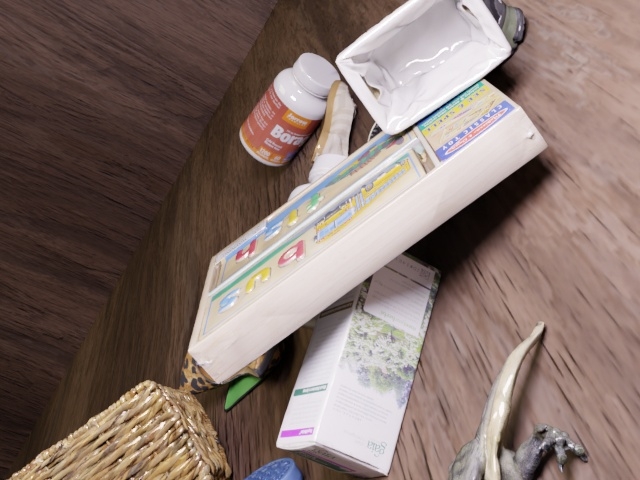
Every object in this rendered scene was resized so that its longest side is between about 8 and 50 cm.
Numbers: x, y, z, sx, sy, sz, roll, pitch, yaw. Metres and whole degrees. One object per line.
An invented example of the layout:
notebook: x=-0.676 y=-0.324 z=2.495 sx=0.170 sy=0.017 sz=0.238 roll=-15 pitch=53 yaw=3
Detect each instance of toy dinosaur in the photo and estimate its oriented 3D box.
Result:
toy dinosaur: x=0.136 y=0.181 z=0.676 sx=0.268 sy=0.064 sz=0.118 roll=-63 pitch=12 yaw=-10

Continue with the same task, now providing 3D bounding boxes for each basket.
basket: x=-0.279 y=0.369 z=1.255 sx=0.299 sy=0.213 sz=0.223 roll=-35 pitch=-14 yaw=-5
basket: x=0.115 y=-0.216 z=0.986 sx=0.167 sy=0.113 sz=0.103 roll=-34 pitch=14 yaw=15

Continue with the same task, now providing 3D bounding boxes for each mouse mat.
mouse mat: x=-0.099 y=0.177 z=1.389 sx=0.190 sy=0.007 sz=0.152 roll=-43 pitch=27 yaw=43

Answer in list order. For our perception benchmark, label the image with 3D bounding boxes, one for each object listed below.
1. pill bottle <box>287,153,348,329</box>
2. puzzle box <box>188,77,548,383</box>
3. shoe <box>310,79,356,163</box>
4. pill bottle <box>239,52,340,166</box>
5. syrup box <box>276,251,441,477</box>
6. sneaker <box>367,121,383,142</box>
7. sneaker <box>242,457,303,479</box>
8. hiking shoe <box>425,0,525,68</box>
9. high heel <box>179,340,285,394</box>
pill bottle: x=0.000 y=0.000 z=1.178 sx=0.124 sy=0.124 sz=0.221 roll=-23 pitch=43 yaw=63
puzzle box: x=0.035 y=-0.031 z=0.961 sx=0.409 sy=0.052 sz=0.272 roll=-37 pitch=17 yaw=10
shoe: x=0.030 y=-0.197 z=1.487 sx=0.219 sy=0.058 sz=0.076 roll=-77 pitch=3 yaw=-45
pill bottle: x=-0.056 y=-0.252 z=1.671 sx=0.216 sy=0.121 sz=0.121 roll=-48 pitch=24 yaw=38
syrup box: x=0.043 y=0.126 z=0.937 sx=0.096 sy=0.093 sz=0.236 roll=-25 pitch=42 yaw=59
sneaker: x=0.122 y=-0.189 z=1.236 sx=0.161 sy=0.057 sz=0.075 roll=-60 pitch=2 yaw=12
sneaker: x=-0.096 y=0.365 z=1.032 sx=0.232 sy=0.090 sz=0.081 roll=-43 pitch=16 yaw=-7
hiking shoe: x=0.147 y=-0.220 z=1.092 sx=0.227 sy=0.114 sz=0.086 roll=-52 pitch=20 yaw=28
high heel: x=-0.151 y=0.200 z=1.329 sx=0.261 sy=0.093 sz=0.186 roll=-44 pitch=18 yaw=23
